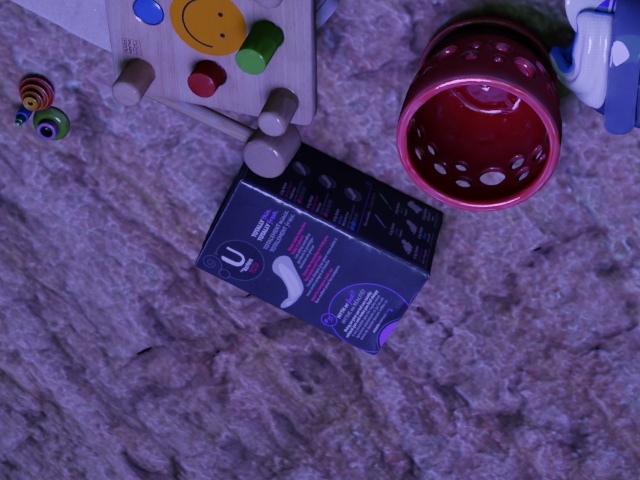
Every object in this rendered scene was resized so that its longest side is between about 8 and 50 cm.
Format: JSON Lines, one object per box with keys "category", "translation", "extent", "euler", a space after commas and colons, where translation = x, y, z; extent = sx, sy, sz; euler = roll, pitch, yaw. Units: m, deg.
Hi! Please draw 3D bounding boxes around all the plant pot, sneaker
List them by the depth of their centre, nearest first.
{"category": "sneaker", "translation": [0.398, -0.257, 1.761], "extent": [0.236, 0.130, 0.323], "euler": [25, 134, -11]}
{"category": "plant pot", "translation": [0.195, -0.156, 1.860], "extent": [0.191, 0.174, 0.191], "euler": [7, 127, 9]}

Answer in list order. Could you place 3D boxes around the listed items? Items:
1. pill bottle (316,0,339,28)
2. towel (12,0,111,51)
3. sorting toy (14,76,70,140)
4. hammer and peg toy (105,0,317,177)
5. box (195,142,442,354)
{"category": "pill bottle", "translation": [-0.056, -0.318, 1.855], "extent": [0.160, 0.087, 0.087], "euler": [43, 124, -18]}
{"category": "towel", "translation": [-0.257, -0.326, 1.925], "extent": [0.282, 0.049, 0.187], "euler": [28, 127, -7]}
{"category": "sorting toy", "translation": [-0.375, -0.166, 2.077], "extent": [0.061, 0.042, 0.102], "euler": [-6, 125, 18]}
{"category": "hammer and peg toy", "translation": [-0.133, -0.216, 1.830], "extent": [0.266, 0.127, 0.361], "euler": [13, 136, 12]}
{"category": "box", "translation": [0.000, 0.000, 2.047], "extent": [0.270, 0.143, 0.165], "euler": [27, 126, -7]}
